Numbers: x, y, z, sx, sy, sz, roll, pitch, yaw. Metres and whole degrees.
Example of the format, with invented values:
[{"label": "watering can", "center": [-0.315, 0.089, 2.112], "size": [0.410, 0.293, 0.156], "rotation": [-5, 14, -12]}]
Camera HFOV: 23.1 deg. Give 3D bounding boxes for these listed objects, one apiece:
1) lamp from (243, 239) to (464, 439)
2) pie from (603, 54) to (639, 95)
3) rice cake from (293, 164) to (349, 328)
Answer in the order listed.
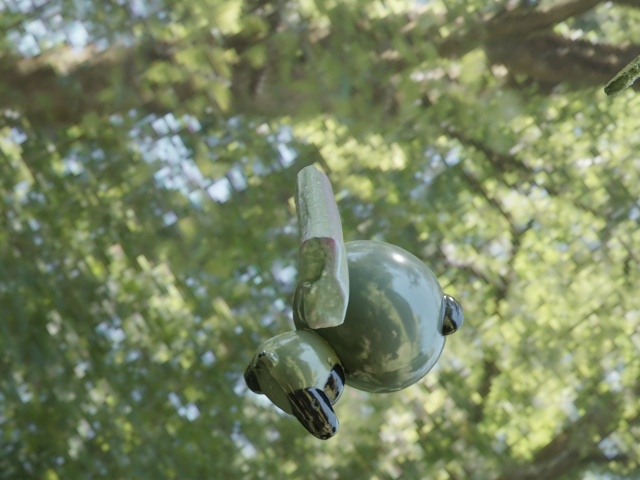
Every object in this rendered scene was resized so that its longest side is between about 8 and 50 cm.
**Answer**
[{"label": "lamp", "center": [0.035, 0.109, 1.831], "size": [0.198, 0.244, 0.198], "rotation": [42, -22, 21]}, {"label": "pie", "center": [0.364, -0.196, 1.825], "size": [0.020, 0.084, 0.084], "rotation": [49, -27, -1]}, {"label": "rice cake", "center": [0.000, 0.001, 1.326], "size": [0.222, 0.042, 0.080], "rotation": [-94, 179, -73]}]
